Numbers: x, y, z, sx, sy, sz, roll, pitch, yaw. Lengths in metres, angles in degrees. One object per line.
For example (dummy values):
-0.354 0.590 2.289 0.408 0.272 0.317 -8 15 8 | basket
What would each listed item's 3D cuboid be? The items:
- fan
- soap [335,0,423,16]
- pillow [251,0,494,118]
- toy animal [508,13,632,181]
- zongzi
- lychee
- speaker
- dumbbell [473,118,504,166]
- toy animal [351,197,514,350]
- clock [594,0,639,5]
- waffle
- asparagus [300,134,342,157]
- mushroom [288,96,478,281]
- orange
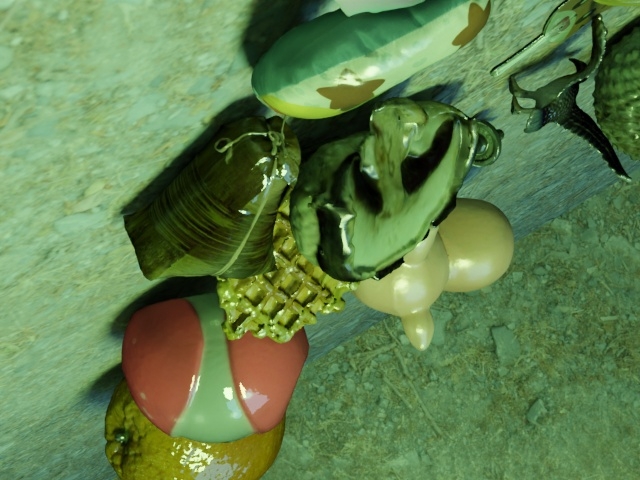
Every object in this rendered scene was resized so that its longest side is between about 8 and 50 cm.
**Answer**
0.332 -0.298 1.182 0.226 0.008 0.152 -36 166 15 | fan
0.064 -0.237 0.646 0.149 0.100 0.056 -32 166 11 | soap
0.046 -0.186 0.773 0.233 0.086 0.214 -31 -163 -6 | pillow
0.362 -0.232 1.272 0.160 0.197 0.273 -10 129 1 | toy animal
-0.063 -0.044 0.985 0.247 0.111 0.241 -40 152 29 | zongzi
0.578 -0.242 1.392 0.255 0.255 0.274 -41 -178 36 | lychee
-0.172 0.185 1.343 0.294 0.294 0.294 -29 166 -8 | speaker
0.220 -0.138 1.328 0.254 0.110 0.110 -25 166 -45 | dumbbell
0.185 0.023 1.496 0.326 0.269 0.237 -1 118 -3 | toy animal
0.427 -0.353 1.012 0.236 0.057 0.237 -9 171 -1 | clock
-0.033 0.017 1.185 0.291 0.051 0.291 -20 125 -32 | waffle
-0.020 -0.113 1.086 0.114 0.014 0.015 -24 -174 -27 | asparagus
0.072 -0.080 1.089 0.344 0.130 0.248 -40 140 -43 | mushroom
-0.241 0.345 1.635 0.357 0.322 0.322 2 147 -46 | orange
